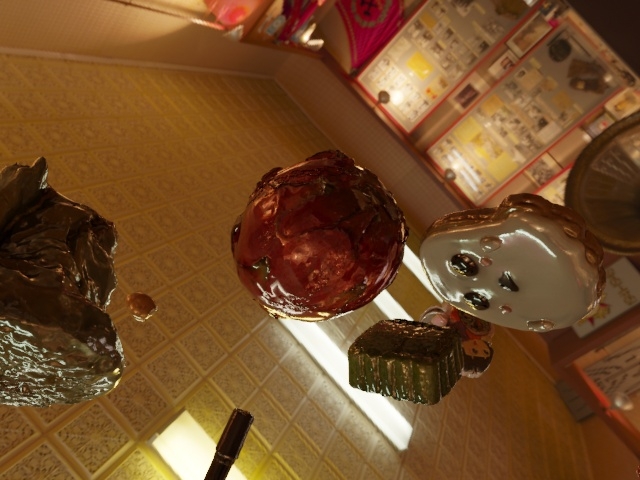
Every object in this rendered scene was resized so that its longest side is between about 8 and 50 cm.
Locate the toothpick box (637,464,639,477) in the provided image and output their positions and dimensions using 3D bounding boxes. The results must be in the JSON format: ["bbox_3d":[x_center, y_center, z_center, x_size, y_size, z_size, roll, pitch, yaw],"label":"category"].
[{"bbox_3d":[0.636,0.453,0.909,0.047,0.047,0.083,40,-173,-14],"label":"toothpick box"}]

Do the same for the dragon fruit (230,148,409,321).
[{"bbox_3d":[0.000,0.000,0.863,0.295,0.301,0.296,33,-149,-24],"label":"dragon fruit"}]

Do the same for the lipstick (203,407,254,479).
[{"bbox_3d":[-0.300,0.680,1.537,0.081,0.081,0.300,31,-106,-30],"label":"lipstick"}]

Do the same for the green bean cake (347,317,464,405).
[{"bbox_3d":[0.176,0.243,1.008,0.200,0.214,0.113,-21,-71,-57],"label":"green bean cake"}]

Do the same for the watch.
[{"bbox_3d":[0.372,0.302,1.414,0.196,0.231,0.244,7,-126,-26],"label":"watch"}]

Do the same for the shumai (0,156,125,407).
[{"bbox_3d":[-0.447,0.047,0.713,0.324,0.397,0.323,82,-168,-48],"label":"shumai"}]

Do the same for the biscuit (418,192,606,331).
[{"bbox_3d":[0.204,0.038,0.548,0.181,0.208,0.049,52,-128,-21],"label":"biscuit"}]

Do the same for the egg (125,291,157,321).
[{"bbox_3d":[-0.545,0.197,1.476,0.096,0.080,0.080,45,-155,4],"label":"egg"}]
